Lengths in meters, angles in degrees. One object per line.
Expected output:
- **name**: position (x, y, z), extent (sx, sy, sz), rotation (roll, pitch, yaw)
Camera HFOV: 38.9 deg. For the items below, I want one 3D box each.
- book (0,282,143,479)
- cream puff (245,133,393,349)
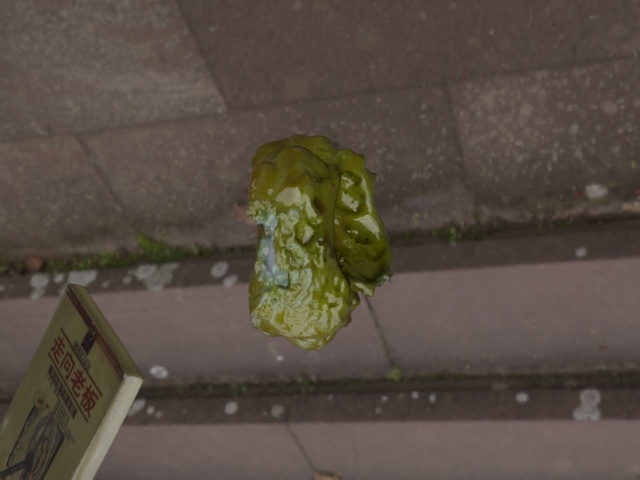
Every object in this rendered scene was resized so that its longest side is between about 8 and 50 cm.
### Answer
- **book**: position (-0.260, 0.180, 0.899), extent (0.026, 0.161, 0.231), rotation (14, 111, -44)
- **cream puff**: position (0.000, 0.001, 1.134), extent (0.185, 0.282, 0.282), rotation (3, 142, -2)
